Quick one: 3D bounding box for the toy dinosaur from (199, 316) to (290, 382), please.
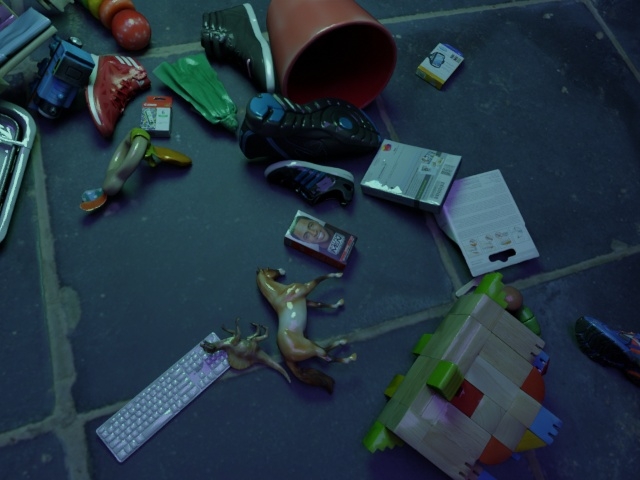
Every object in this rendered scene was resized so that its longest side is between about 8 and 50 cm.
[{"bbox_3d":[-0.134,0.204,0.872,0.183,0.053,0.092,21,77,-10],"label":"toy dinosaur"}]

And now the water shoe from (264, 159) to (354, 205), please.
[{"bbox_3d":[-0.024,-0.123,1.002,0.203,0.073,0.080,5,69,-6],"label":"water shoe"}]

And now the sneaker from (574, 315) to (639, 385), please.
[{"bbox_3d":[0.635,0.225,0.959,0.221,0.083,0.087,34,54,1],"label":"sneaker"}]

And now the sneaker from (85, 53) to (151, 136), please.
[{"bbox_3d":[-0.448,-0.336,1.024,0.128,0.087,0.221,-10,71,-11],"label":"sneaker"}]

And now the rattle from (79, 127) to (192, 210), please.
[{"bbox_3d":[-0.395,-0.127,0.974,0.130,0.143,0.199,16,79,34],"label":"rattle"}]

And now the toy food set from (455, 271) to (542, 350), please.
[{"bbox_3d":[0.385,0.159,0.944,0.128,0.071,0.218,-24,73,-17],"label":"toy food set"}]

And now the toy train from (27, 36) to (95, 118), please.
[{"bbox_3d":[-0.556,-0.342,0.972,0.184,0.080,0.105,-49,52,17],"label":"toy train"}]

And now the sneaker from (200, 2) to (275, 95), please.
[{"bbox_3d":[-0.203,-0.449,1.101,0.147,0.104,0.295,-16,65,-12],"label":"sneaker"}]

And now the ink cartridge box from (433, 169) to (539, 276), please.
[{"bbox_3d":[0.366,-0.039,1.039,0.181,0.056,0.224,-15,75,-14],"label":"ink cartridge box"}]

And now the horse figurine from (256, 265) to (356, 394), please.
[{"bbox_3d":[-0.029,0.163,0.887,0.174,0.066,0.263,-1,65,-15],"label":"horse figurine"}]

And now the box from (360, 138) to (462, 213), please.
[{"bbox_3d":[0.204,-0.148,1.031,0.186,0.038,0.145,19,64,22],"label":"box"}]

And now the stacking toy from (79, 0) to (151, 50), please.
[{"bbox_3d":[-0.531,-0.592,1.106,0.141,0.141,0.330,-35,83,-20],"label":"stacking toy"}]

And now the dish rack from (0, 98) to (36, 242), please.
[{"bbox_3d":[-0.732,-0.147,0.860,0.285,0.072,0.332,19,61,-38],"label":"dish rack"}]

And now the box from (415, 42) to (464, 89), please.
[{"bbox_3d":[0.323,-0.471,1.223,0.081,0.028,0.136,37,65,8],"label":"box"}]

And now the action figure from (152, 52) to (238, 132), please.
[{"bbox_3d":[-0.265,-0.334,1.061,0.137,0.063,0.232,-35,72,-22],"label":"action figure"}]

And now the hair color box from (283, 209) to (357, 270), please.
[{"bbox_3d":[0.000,0.000,0.970,0.141,0.043,0.072,24,67,3],"label":"hair color box"}]

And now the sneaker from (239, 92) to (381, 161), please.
[{"bbox_3d":[-0.021,-0.242,1.034,0.341,0.139,0.125,2,57,-28],"label":"sneaker"}]

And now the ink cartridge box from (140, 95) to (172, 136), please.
[{"bbox_3d":[-0.374,-0.292,1.046,0.063,0.029,0.115,0,68,-8],"label":"ink cartridge box"}]

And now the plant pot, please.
[{"bbox_3d":[0.003,-0.454,1.059,0.275,0.275,0.243,-17,61,-15],"label":"plant pot"}]

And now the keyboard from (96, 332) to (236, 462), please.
[{"bbox_3d":[-0.274,0.279,0.831,0.256,0.014,0.072,-40,78,-20],"label":"keyboard"}]

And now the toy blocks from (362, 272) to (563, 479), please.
[{"bbox_3d":[0.296,0.289,0.821,0.261,0.191,0.381,38,77,-2],"label":"toy blocks"}]

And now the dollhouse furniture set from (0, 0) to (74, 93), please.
[{"bbox_3d":[-0.650,-0.478,0.904,0.286,0.198,0.303,-45,52,-7],"label":"dollhouse furniture set"}]
